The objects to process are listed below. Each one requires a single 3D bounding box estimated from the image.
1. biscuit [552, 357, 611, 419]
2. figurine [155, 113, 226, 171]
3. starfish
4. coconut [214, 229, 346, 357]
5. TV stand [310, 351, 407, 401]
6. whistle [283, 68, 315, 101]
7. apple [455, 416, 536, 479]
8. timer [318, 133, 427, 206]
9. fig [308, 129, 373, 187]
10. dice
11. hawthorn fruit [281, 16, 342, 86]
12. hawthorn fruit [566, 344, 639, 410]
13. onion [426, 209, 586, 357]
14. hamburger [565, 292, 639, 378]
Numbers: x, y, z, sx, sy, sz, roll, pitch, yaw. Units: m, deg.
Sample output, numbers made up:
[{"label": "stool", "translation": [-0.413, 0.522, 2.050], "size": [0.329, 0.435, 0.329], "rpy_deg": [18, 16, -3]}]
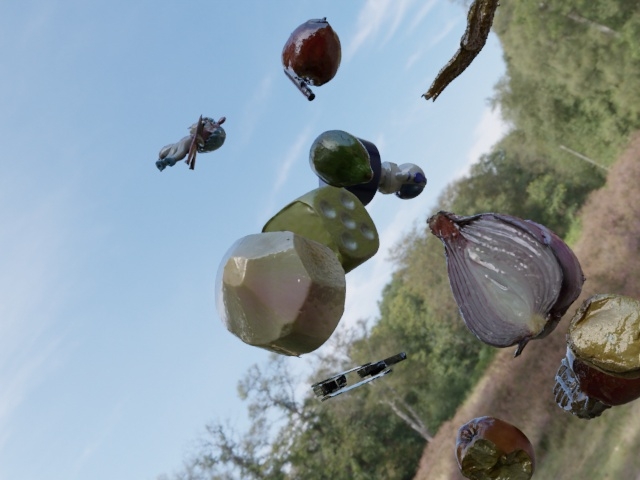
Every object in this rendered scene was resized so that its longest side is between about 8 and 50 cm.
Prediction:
[{"label": "biscuit", "translation": [0.895, 0.447, 1.978], "size": [0.366, 0.115, 0.268], "rpy_deg": [-55, -9, -42]}, {"label": "figurine", "translation": [-0.368, -0.252, 1.644], "size": [0.205, 0.103, 0.260], "rpy_deg": [-28, 17, 38]}, {"label": "starfish", "translation": [0.319, -0.421, 1.272], "size": [0.302, 0.060, 0.299], "rpy_deg": [-61, -7, 27]}, {"label": "coconut", "translation": [-0.077, 0.089, 1.000], "size": [0.237, 0.237, 0.197], "rpy_deg": [51, -129, -72]}, {"label": "TV stand", "translation": [0.091, 0.291, 1.280], "size": [0.249, 0.042, 0.036], "rpy_deg": [-12, -22, -37]}, {"label": "whistle", "translation": [-0.071, -0.510, 1.898], "size": [0.033, 0.176, 0.033], "rpy_deg": [-28, -29, -17]}, {"label": "apple", "translation": [0.380, 0.469, 1.299], "size": [0.156, 0.158, 0.147], "rpy_deg": [-37, -1, 37]}, {"label": "timer", "translation": [0.213, -0.228, 2.125], "size": [0.384, 0.270, 0.270], "rpy_deg": [6, -56, -24]}, {"label": "fig", "translation": [0.051, -0.165, 1.270], "size": [0.123, 0.156, 0.123], "rpy_deg": [-17, -49, -20]}, {"label": "dice", "translation": [0.000, 0.000, 1.600], "size": [0.238, 0.233, 0.227], "rpy_deg": [-36, -6, 35]}, {"label": "hawthorn fruit", "translation": [-0.020, -0.571, 1.767], "size": [0.185, 0.185, 0.202], "rpy_deg": [-10, -61, -67]}, {"label": "hawthorn fruit", "translation": [0.817, 0.336, 1.652], "size": [0.307, 0.265, 0.265], "rpy_deg": [-64, -18, 5]}, {"label": "onion", "translation": [0.390, 0.050, 1.253], "size": [0.159, 0.348, 0.267], "rpy_deg": [-1, -44, -45]}, {"label": "hamburger", "translation": [0.506, 0.161, 1.012], "size": [0.138, 0.147, 0.083], "rpy_deg": [-61, -31, -15]}]
